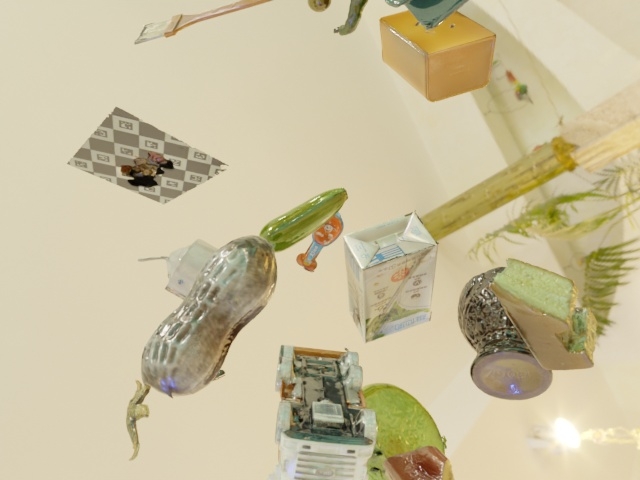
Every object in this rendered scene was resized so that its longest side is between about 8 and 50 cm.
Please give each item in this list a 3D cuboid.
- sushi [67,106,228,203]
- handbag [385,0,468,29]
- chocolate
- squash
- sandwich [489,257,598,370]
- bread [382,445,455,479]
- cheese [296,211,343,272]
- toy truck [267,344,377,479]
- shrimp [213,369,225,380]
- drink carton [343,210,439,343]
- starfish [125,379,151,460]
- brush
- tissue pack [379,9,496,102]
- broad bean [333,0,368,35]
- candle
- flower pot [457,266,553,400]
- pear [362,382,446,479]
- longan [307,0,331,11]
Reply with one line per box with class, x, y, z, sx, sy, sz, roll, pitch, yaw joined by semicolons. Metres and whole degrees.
sushi;-0.376;-0.187;1.196;0.264;0.290;0.050;25;-121;-36
handbag;0.188;-0.478;0.772;0.100;0.268;0.274;12;-114;-35
chocolate;-0.142;0.100;0.735;0.110;0.110;0.248;37;-101;-25
squash;-0.034;-0.041;1.071;0.066;0.201;0.066;57;-179;-1
sandwich;0.462;0.145;1.124;0.236;0.128;0.122;50;-128;-19
bread;0.205;0.467;1.061;0.067;0.119;0.192;55;173;-20
cheese;0.000;0.000;2.023;0.106;0.256;0.037;30;-169;-5
toy truck;-0.007;0.347;1.030;0.173;0.207;0.387;7;-170;-4
shrimp;-0.291;0.321;1.516;0.178;0.034;0.124;-37;-125;-24
drink carton;0.171;0.098;1.365;0.194;0.324;0.132;-17;-132;-9
starfish;-0.433;0.416;1.311;0.053;0.176;0.208;13;-116;-29
brush;-0.201;-0.428;1.033;0.090;0.314;0.017;-89;-18;-47
tissue pack;0.297;-0.500;1.443;0.194;0.145;0.274;-17;-138;-11
broad bean;0.098;-0.654;1.526;0.061;0.195;0.046;38;-144;9
candle;-0.355;0.096;1.584;0.330;0.187;0.187;29;-139;-1
flower pot;0.489;0.248;1.417;0.266;0.266;0.267;42;-143;-20
pear;0.156;0.572;1.507;0.238;0.318;0.342;-26;-100;-41
longan;-0.003;-0.678;1.522;0.075;0.075;0.083;14;-108;-43
